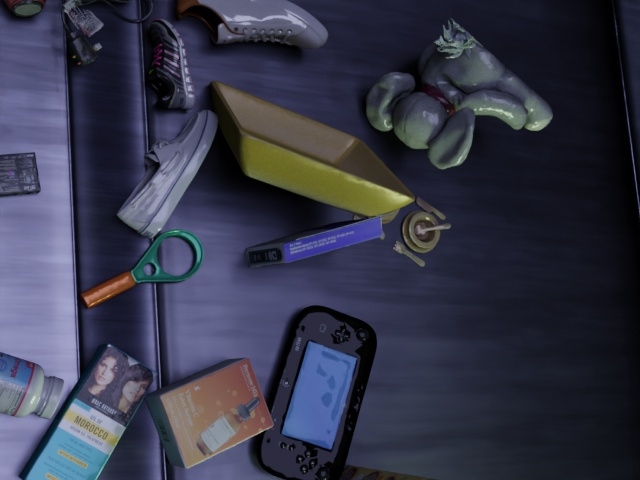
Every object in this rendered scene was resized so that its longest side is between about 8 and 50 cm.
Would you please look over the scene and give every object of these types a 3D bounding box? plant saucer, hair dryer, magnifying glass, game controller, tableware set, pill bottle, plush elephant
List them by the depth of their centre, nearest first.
[{"bbox_3d":[-0.483,0.220,1.349,0.160,0.087,0.087,23,71,-23],"label":"pill bottle"},{"bbox_3d":[-0.450,-0.450,1.508,0.293,0.080,0.223,47,48,-19],"label":"hair dryer"},{"bbox_3d":[-0.303,0.054,1.508,0.231,0.026,0.092,-28,95,-28],"label":"magnifying glass"},{"bbox_3d":[-0.036,-0.152,1.558,0.333,0.332,0.081,19,109,-23],"label":"plant saucer"},{"bbox_3d":[-0.005,0.282,1.599,0.166,0.067,0.319,24,70,-22],"label":"game controller"},{"bbox_3d":[0.253,-0.269,1.743,0.272,0.255,0.330,48,16,30],"label":"plush elephant"},{"bbox_3d":[0.168,-0.048,1.760,0.194,0.039,0.128,34,68,-19],"label":"tableware set"}]

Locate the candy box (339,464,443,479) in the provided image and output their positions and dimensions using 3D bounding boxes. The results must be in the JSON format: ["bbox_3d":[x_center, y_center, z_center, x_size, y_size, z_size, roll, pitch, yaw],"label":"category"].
[{"bbox_3d":[0.146,0.491,1.497,0.087,0.316,0.183,-38,99,-26],"label":"candy box"}]

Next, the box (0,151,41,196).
[{"bbox_3d":[-0.505,-0.107,1.434,0.083,0.018,0.067,-9,85,-28],"label":"box"}]

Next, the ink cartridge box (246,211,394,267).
[{"bbox_3d":[0.000,0.000,1.569,0.206,0.208,0.045,-16,92,-28],"label":"ink cartridge box"}]

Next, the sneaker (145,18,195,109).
[{"bbox_3d":[-0.280,-0.310,1.560,0.075,0.063,0.170,-18,95,-35],"label":"sneaker"}]

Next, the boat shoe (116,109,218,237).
[{"bbox_3d":[-0.264,-0.132,1.521,0.084,0.095,0.258,34,66,-23],"label":"boat shoe"}]

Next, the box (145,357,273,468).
[{"bbox_3d":[-0.188,0.289,1.488,0.170,0.091,0.130,-22,91,-28],"label":"box"}]

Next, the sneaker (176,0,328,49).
[{"bbox_3d":[-0.132,-0.399,1.639,0.290,0.106,0.123,20,76,-12],"label":"sneaker"}]

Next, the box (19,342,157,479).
[{"bbox_3d":[-0.370,0.295,1.410,0.100,0.060,0.244,35,67,-18],"label":"box"}]
